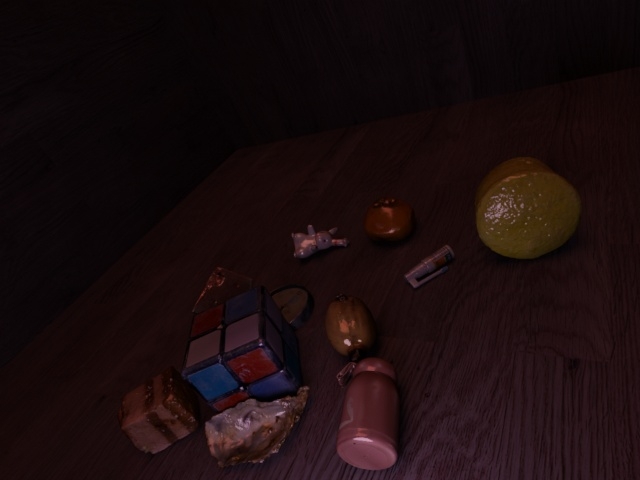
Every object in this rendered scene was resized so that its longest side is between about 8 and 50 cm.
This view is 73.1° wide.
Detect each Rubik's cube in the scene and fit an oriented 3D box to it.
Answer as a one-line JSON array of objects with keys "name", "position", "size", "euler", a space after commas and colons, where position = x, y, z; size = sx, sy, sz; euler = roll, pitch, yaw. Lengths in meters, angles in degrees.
[{"name": "Rubik's cube", "position": [-0.273, 0.411, 1.570], "size": [0.313, 0.318, 0.316], "euler": [-24, 30, 7]}]

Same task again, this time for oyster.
[{"name": "oyster", "position": [-0.200, 0.632, 1.419], "size": [0.396, 0.111, 0.204], "euler": [-22, 49, 6]}]

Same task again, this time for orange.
[{"name": "orange", "position": [0.317, -0.098, 2.008], "size": [0.249, 0.183, 0.249], "euler": [-20, 30, 12]}]

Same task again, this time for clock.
[{"name": "clock", "position": [-0.162, 0.301, 1.900], "size": [0.280, 0.055, 0.281], "euler": [-19, 32, 13]}]

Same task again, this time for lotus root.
[{"name": "lotus root", "position": [0.113, 0.330, 1.546], "size": [0.182, 0.183, 0.310], "euler": [-24, 35, 5]}]

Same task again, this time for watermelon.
[{"name": "watermelon", "position": [-0.488, 0.249, 2.084], "size": [0.318, 0.226, 0.148], "euler": [-28, 2, -23]}]

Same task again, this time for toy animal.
[{"name": "toy animal", "position": [-0.012, -0.002, 2.150], "size": [0.282, 0.138, 0.141], "euler": [-20, 63, 19]}]

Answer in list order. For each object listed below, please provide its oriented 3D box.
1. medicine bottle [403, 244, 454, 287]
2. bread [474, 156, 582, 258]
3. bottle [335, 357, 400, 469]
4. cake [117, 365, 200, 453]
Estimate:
[{"name": "medicine bottle", "position": [0.443, 0.108, 1.734], "size": [0.220, 0.061, 0.092], "euler": [-31, 50, -6]}, {"name": "bread", "position": [0.755, -0.137, 1.610], "size": [0.348, 0.348, 0.308], "euler": [-12, 27, 23]}, {"name": "bottle", "position": [0.134, 0.492, 1.276], "size": [0.206, 0.173, 0.297], "euler": [-6, 37, 19]}, {"name": "cake", "position": [-0.616, 0.643, 1.596], "size": [0.293, 0.196, 0.199], "euler": [-29, 33, -6]}]
